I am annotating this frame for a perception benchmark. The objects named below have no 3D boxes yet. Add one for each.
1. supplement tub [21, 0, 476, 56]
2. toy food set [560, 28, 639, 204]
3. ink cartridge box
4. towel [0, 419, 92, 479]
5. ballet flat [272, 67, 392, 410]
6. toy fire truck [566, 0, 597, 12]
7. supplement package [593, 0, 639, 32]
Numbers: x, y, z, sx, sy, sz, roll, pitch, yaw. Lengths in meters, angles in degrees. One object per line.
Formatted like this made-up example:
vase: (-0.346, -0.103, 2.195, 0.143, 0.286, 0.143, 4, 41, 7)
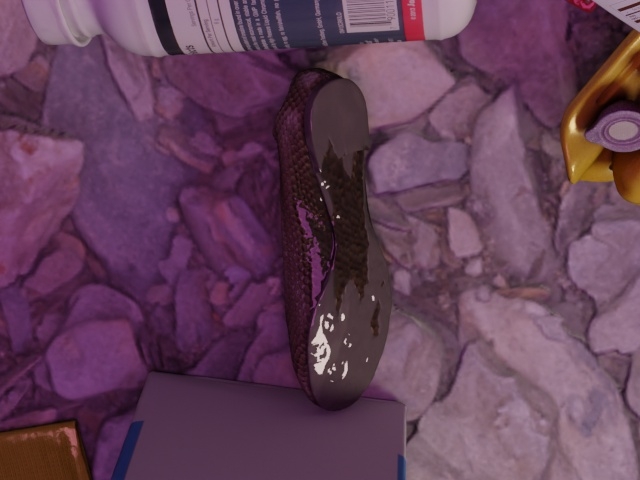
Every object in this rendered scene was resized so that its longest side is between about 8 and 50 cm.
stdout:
supplement tub: (-0.042, -0.212, 1.109, 0.272, 0.191, 0.191, -3, 109, 5)
toy food set: (0.247, -0.093, 1.150, 0.128, 0.071, 0.218, 6, 134, -38)
ink cartridge box: (-0.052, 0.263, 1.271, 0.197, 0.198, 0.270, 7, 109, 1)
towel: (-0.288, 0.201, 1.358, 0.237, 0.021, 0.102, -10, 109, 7)
ballet flat: (0.000, 0.000, 1.254, 0.058, 0.084, 0.250, 17, 121, 44)
toy fire truck: (0.249, -0.200, 1.171, 0.192, 0.047, 0.135, 16, 110, -3)
supplement package: (0.191, -0.251, 0.998, 0.203, 0.149, 0.194, 29, 66, -23)
